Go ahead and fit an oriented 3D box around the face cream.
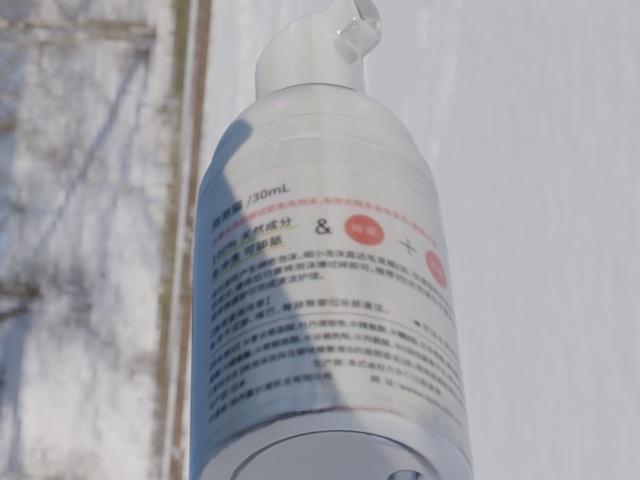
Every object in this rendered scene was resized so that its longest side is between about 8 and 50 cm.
[{"bbox_3d":[0.000,0.000,0.972,0.370,0.145,0.145,-92,7,-46],"label":"face cream"}]
